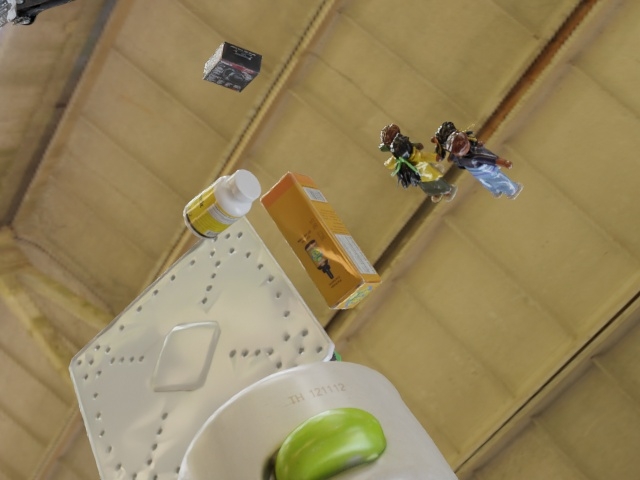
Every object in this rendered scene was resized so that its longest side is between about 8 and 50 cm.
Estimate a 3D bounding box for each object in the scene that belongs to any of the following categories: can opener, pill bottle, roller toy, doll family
[{"bbox_3d":[-0.427,-0.375,1.342,0.186,0.059,0.073,-6,-81,26],"label":"can opener"},{"bbox_3d":[-0.140,-0.054,1.264,0.116,0.065,0.065,-33,-100,36],"label":"pill bottle"},{"bbox_3d":[-0.004,0.194,0.651,0.209,0.191,0.146,-52,-138,15],"label":"roller toy"},{"bbox_3d":[0.136,-0.091,0.972,0.193,0.111,0.076,-5,-125,43],"label":"doll family"}]

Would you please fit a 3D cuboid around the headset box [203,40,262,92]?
[{"bbox_3d":[-0.127,-0.254,1.274,0.083,0.062,0.032,-30,-131,59],"label":"headset box"}]

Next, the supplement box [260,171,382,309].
[{"bbox_3d":[0.000,0.000,1.436,0.078,0.080,0.233,-41,-113,21],"label":"supplement box"}]

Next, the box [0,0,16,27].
[{"bbox_3d":[-0.494,-0.281,0.849,0.307,0.242,0.076,49,-18,-7],"label":"box"}]

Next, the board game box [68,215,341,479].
[{"bbox_3d":[-0.190,0.185,1.317,0.390,0.050,0.390,-42,-139,3],"label":"board game box"}]
